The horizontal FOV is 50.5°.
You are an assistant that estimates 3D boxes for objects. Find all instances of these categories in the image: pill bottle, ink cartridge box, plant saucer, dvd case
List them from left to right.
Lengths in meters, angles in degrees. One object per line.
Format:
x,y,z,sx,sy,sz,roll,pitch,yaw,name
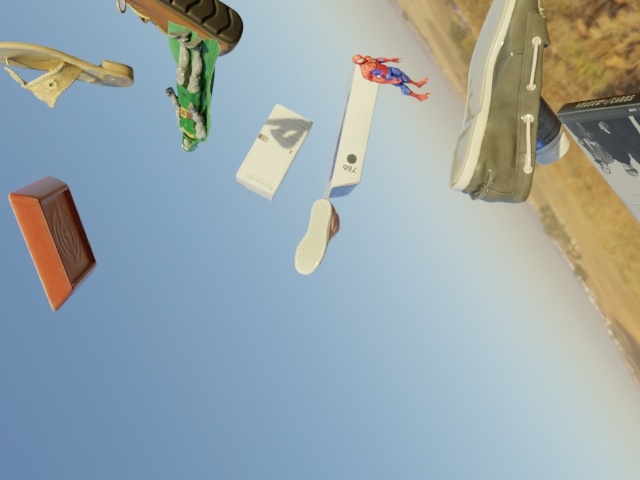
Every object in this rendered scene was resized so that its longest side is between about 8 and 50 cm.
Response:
-0.569,-0.007,1.485,0.259,0.047,0.259,-102,-4,-76,plant saucer
0.063,-0.210,1.456,0.065,0.333,0.165,13,175,-5,ink cartridge box
0.353,-0.194,1.132,0.137,0.078,0.078,42,-159,-26,pill bottle
0.441,-0.095,0.901,0.238,0.029,0.179,45,172,-16,dvd case

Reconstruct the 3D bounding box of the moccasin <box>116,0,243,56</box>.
-0.333,-0.494,1.342,0.380,0.147,0.139,25,-115,-36,moccasin

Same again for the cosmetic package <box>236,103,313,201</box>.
-0.124,-0.236,1.826,0.117,0.231,0.085,27,168,-1,cosmetic package

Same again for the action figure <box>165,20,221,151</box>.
-0.235,-0.259,1.223,0.063,0.232,0.137,-30,-128,-34,action figure

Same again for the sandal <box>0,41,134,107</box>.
-0.403,-0.244,1.054,0.240,0.088,0.079,0,-97,-39,sandal

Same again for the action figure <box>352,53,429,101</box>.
0.087,-0.207,0.842,0.115,0.030,0.038,13,-113,-29,action figure

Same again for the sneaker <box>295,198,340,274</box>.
0.000,0.000,1.181,0.070,0.051,0.134,36,-111,-67,sneaker

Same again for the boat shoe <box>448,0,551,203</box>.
0.249,-0.203,0.883,0.095,0.335,0.112,17,166,-6,boat shoe
